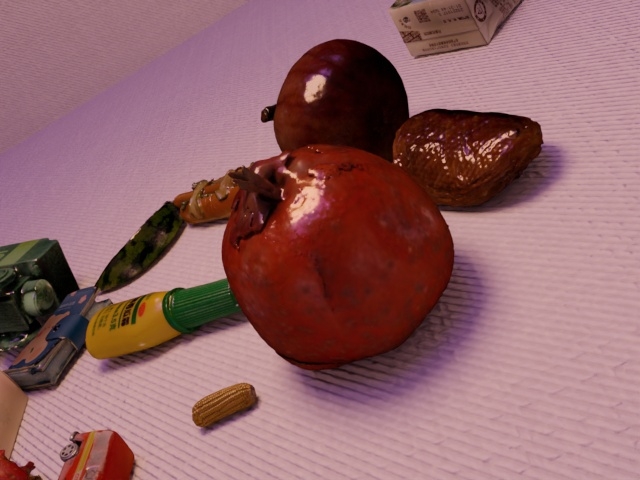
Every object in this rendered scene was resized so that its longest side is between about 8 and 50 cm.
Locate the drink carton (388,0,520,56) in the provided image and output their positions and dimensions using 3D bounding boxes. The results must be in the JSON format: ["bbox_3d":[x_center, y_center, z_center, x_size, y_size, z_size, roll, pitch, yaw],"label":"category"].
[{"bbox_3d":[0.311,-0.525,1.477,0.194,0.132,0.324,5,49,48],"label":"drink carton"}]

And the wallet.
[{"bbox_3d":[-0.470,0.176,1.311,0.141,0.059,0.202,-18,31,40],"label":"wallet"}]

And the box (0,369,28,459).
[{"bbox_3d":[-0.604,0.326,1.188,0.212,0.095,0.168,-30,31,8],"label":"box"}]

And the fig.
[{"bbox_3d":[0.032,-0.205,1.179,0.235,0.235,0.214,-38,25,-5],"label":"fig"}]

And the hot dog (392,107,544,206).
[{"bbox_3d":[0.206,-0.125,1.020,0.160,0.099,0.227,-45,32,-17],"label":"hot dog"}]

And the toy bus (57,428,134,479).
[{"bbox_3d":[-0.286,0.317,0.898,0.077,0.079,0.174,-16,33,12],"label":"toy bus"}]

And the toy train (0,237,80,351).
[{"bbox_3d":[-0.640,0.112,1.448,0.299,0.167,0.238,-8,25,15],"label":"toy train"}]

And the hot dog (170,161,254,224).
[{"bbox_3d":[-0.180,-0.089,1.395,0.269,0.072,0.109,-13,33,32],"label":"hot dog"}]

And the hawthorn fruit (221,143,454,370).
[{"bbox_3d":[0.000,0.000,0.850,0.276,0.307,0.276,-20,46,22],"label":"hawthorn fruit"}]

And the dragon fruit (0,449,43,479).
[{"bbox_3d":[-0.428,0.346,0.987,0.111,0.153,0.153,-4,7,-40],"label":"dragon fruit"}]

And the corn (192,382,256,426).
[{"bbox_3d":[-0.123,0.208,0.930,0.092,0.037,0.037,-24,31,14],"label":"corn"}]

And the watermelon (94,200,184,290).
[{"bbox_3d":[-0.352,0.011,1.445,0.245,0.063,0.119,-53,15,-21],"label":"watermelon"}]

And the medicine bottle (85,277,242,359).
[{"bbox_3d":[-0.239,0.117,1.145,0.309,0.076,0.111,-17,35,27],"label":"medicine bottle"}]
